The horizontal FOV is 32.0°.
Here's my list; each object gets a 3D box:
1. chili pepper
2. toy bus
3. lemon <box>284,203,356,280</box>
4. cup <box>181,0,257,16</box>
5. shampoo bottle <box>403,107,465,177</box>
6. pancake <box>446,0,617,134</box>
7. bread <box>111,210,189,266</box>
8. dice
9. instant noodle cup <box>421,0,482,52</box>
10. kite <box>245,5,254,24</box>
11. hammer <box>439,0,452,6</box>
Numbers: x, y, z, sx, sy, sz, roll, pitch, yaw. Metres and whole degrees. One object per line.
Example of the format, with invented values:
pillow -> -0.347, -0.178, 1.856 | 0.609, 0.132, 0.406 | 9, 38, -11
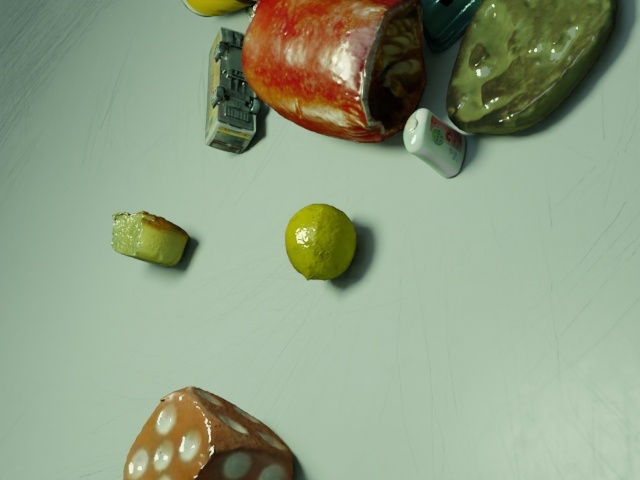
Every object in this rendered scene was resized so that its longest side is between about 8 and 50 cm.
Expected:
chili pepper -> 0.046, -0.288, 1.749 | 0.305, 0.229, 0.251 | 23, 85, 45
toy bus -> -0.168, -0.281, 2.083 | 0.106, 0.092, 0.268 | 125, 151, -45
lemon -> 0.000, 0.000, 1.656 | 0.109, 0.109, 0.133 | -22, 46, 41
cup -> -0.175, -0.539, 2.202 | 0.279, 0.196, 0.196 | -6, 59, 61
shampoo bottle -> 0.158, -0.141, 1.571 | 0.043, 0.099, 0.072 | -16, 53, 44
pancake -> 0.287, -0.268, 1.553 | 0.294, 0.049, 0.294 | -32, 40, 31
bread -> -0.304, -0.002, 2.024 | 0.156, 0.125, 0.086 | 7, 79, 55
dice -> -0.152, 0.322, 1.555 | 0.179, 0.174, 0.175 | 30, 88, 51
instant noodle cup -> 0.197, -0.399, 1.746 | 0.157, 0.070, 0.179 | -43, 39, 25
kite -> -0.096, -0.431, 2.181 | 0.169, 0.015, 0.310 | -33, 42, 35
hammer -> 0.120, -0.448, 1.786 | 0.427, 0.044, 0.152 | 17, 82, 57
